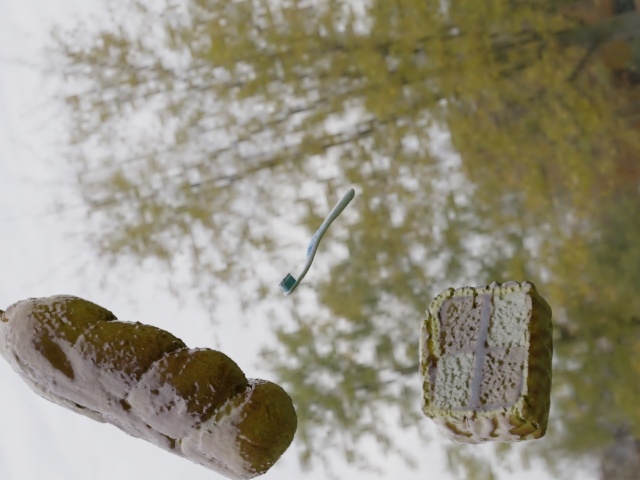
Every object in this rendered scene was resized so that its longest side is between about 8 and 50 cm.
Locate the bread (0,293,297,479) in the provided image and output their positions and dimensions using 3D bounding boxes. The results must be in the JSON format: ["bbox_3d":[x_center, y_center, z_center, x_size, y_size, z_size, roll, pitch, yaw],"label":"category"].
[{"bbox_3d":[-0.187,0.130,1.430,0.084,0.344,0.124,-56,-14,-61],"label":"bread"}]

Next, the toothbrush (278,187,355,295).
[{"bbox_3d":[0.000,0.000,1.456,0.017,0.014,0.162,50,-136,-14],"label":"toothbrush"}]

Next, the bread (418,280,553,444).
[{"bbox_3d":[0.224,0.166,2.040,0.096,0.181,0.222,48,-140,-45],"label":"bread"}]
